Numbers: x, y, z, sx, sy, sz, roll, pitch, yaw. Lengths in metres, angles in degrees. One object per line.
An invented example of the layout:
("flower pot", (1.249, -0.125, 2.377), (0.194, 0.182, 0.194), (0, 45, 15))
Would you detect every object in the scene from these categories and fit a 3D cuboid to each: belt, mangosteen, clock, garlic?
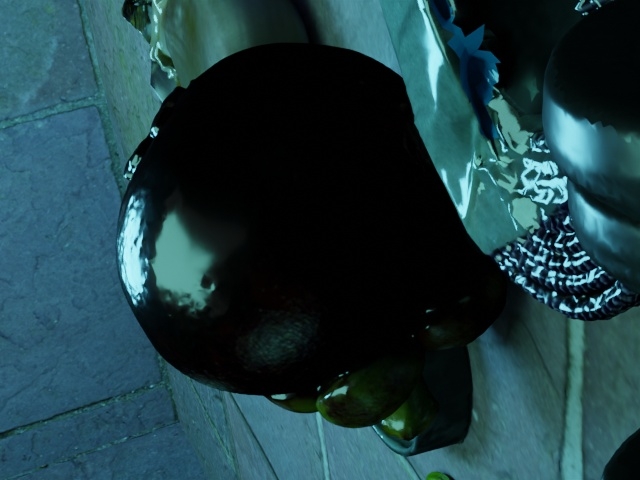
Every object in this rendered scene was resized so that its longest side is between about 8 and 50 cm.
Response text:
("belt", (0.128, -0.123, 0.661), (0.260, 0.122, 0.325), (3, 112, 67))
("mangosteen", (-0.006, -0.007, 0.990), (0.313, 0.297, 0.297), (24, 143, 19))
("clock", (0.062, 0.076, 1.236), (0.280, 0.055, 0.281), (162, 90, -76))
("garlic", (-0.089, -0.161, 1.347), (0.325, 0.132, 0.279), (58, 159, 34))

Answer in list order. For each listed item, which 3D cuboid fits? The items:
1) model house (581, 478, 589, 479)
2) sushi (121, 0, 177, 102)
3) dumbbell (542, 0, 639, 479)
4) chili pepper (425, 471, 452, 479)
("model house", (0.176, 0.264, 0.900), (0.149, 0.127, 0.100), (-126, 23, -60))
("sushi", (-0.175, -0.284, 1.585), (0.273, 0.134, 0.109), (59, -167, 13))
("dumbbell", (0.190, 0.050, 0.496), (0.185, 0.185, 0.388), (-133, 29, -58))
("chili pepper", (0.123, 0.251, 1.283), (0.083, 0.017, 0.030), (164, 88, -78))
